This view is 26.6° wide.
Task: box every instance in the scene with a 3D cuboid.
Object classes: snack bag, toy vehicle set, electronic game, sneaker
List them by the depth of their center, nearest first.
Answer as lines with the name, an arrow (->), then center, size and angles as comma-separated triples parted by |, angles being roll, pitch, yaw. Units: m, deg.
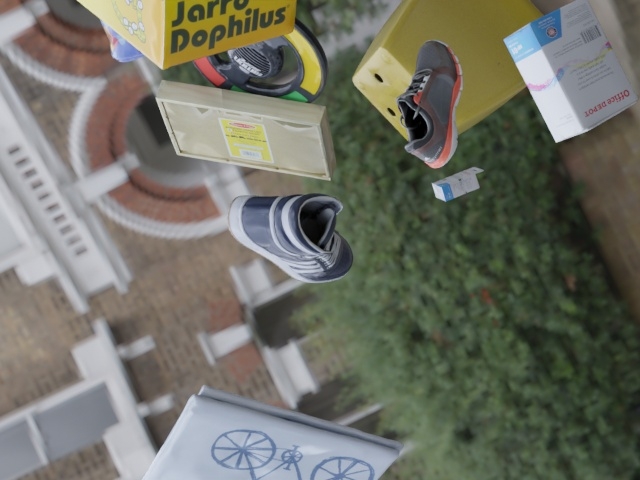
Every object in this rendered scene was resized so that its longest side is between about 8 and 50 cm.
sneaker -> 0.118, -0.162, 1.519 | 0.065, 0.061, 0.158 | 17, -120, -33
snack bag -> -0.098, 0.358, 1.917 | 0.323, 0.342, 0.037 | 17, -144, -21
electronic game -> -0.097, -0.278, 2.025 | 0.229, 0.229, 0.048 | 60, -138, -43
sneaker -> 0.000, 0.000, 2.094 | 0.282, 0.153, 0.099 | 26, -112, -48
toy vehicle set -> -0.114, -0.172, 2.136 | 0.166, 0.266, 0.035 | 79, -156, -61

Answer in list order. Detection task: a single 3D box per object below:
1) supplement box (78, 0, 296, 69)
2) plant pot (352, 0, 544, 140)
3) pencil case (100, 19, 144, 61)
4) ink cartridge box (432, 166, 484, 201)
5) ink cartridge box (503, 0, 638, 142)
supplement box -> -0.204, -0.386, 1.633 | 0.356, 0.194, 0.195 | 40, 139, 38
plant pot -> 0.168, -0.245, 1.831 | 0.212, 0.187, 0.212 | 47, 160, -2
pencil case -> -0.306, -0.431, 2.103 | 0.119, 0.133, 0.306 | -103, -5, -66
ink cartridge box -> 0.241, -0.098, 2.337 | 0.048, 0.083, 0.028 | -144, 34, -70
ink cartridge box -> 0.256, -0.173, 1.384 | 0.122, 0.088, 0.052 | 62, 150, -1
